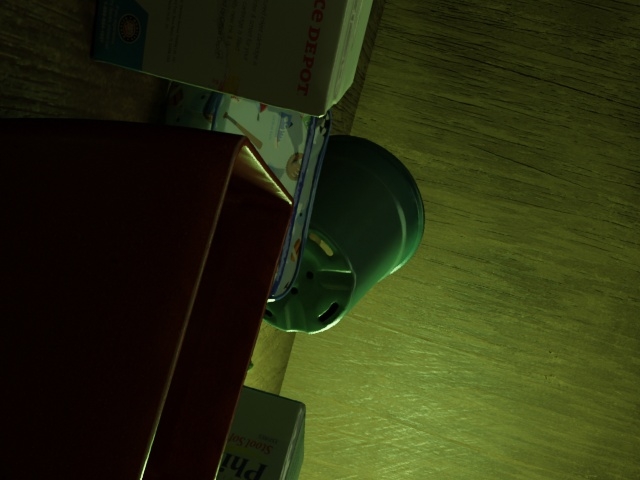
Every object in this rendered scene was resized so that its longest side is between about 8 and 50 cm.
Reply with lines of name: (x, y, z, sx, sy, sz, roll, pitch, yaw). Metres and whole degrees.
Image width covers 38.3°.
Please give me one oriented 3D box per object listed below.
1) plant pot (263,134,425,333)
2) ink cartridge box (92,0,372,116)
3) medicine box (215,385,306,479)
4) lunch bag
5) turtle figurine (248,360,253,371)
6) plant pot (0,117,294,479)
plant pot: (0.000, 0.000, 1.852, 0.334, 0.341, 0.341, -48, 154, -57)
ink cartridge box: (-0.071, -0.242, 0.895, 0.168, 0.233, 0.171, -59, 164, -66)
medicine box: (-0.165, 0.295, 1.268, 0.289, 0.264, 0.149, 95, 12, -62)
lunch bag: (-0.097, -0.073, 1.178, 0.243, 0.115, 0.303, 7, 100, -50)
turtle figurine: (-0.175, 0.311, 1.569, 0.198, 0.275, 0.266, 33, -64, 61)
plant pot: (-0.180, 0.048, 0.661, 0.267, 0.236, 0.267, 50, 56, -81)
